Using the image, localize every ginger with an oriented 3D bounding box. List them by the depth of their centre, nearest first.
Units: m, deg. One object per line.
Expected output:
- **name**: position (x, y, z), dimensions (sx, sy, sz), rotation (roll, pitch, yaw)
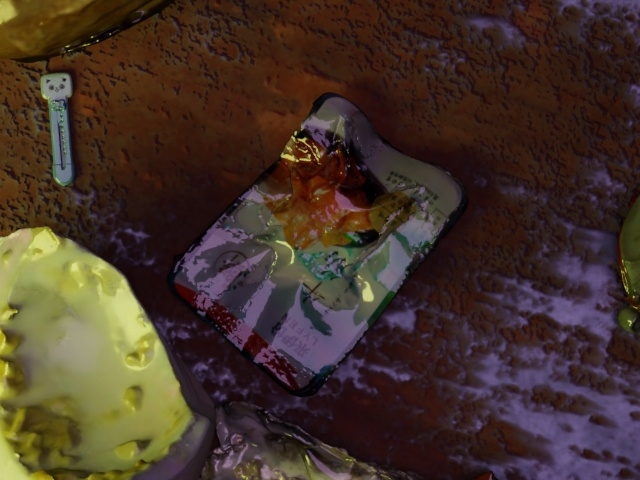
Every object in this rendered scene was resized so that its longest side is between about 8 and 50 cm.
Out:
- **ginger**: position (-0.192, -0.237, 1.599), dimensions (0.321, 0.172, 0.165), rotation (-21, 129, -6)

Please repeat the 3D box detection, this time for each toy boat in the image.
- **toy boat**: position (0.298, -0.010, 1.654), dimensions (0.089, 0.071, 0.185), rotation (32, 86, 41)

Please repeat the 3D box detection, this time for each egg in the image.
- **egg**: position (-0.183, 0.141, 1.588), dimensions (0.206, 0.162, 0.271), rotation (-46, 53, 25)

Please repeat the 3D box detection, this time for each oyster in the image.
- **oyster**: position (-0.006, 0.197, 1.653), dimensions (0.200, 0.061, 0.106), rotation (34, 105, 2)

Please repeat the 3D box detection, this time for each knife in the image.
- **knife**: position (-0.219, -0.094, 1.666), dimensions (0.027, 0.010, 0.096), rotation (-5, 88, -2)

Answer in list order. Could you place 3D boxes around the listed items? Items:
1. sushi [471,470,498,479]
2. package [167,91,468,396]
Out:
- **sushi**: position (0.097, 0.297, 1.623), dimensions (0.226, 0.103, 0.097), rotation (-46, 107, -1)
- **package**: position (0.000, 0.000, 1.658), dimensions (0.166, 0.040, 0.232), rotation (42, 88, -1)
